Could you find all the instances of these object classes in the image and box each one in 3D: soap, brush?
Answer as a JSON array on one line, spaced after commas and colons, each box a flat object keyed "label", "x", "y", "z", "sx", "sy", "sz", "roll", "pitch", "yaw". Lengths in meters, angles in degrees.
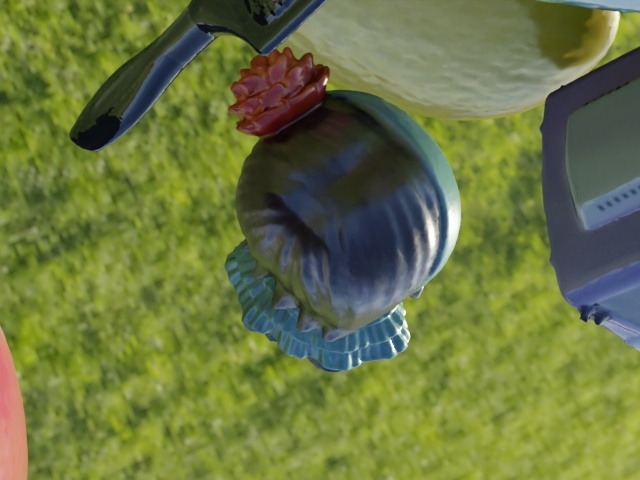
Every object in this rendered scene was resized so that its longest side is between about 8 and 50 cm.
[{"label": "soap", "x": 0.031, "y": -0.228, "z": 1.297, "sx": 0.427, "sy": 0.115, "sz": 0.306, "roll": 28, "pitch": 145, "yaw": -20}, {"label": "brush", "x": -0.035, "y": -0.086, "z": 0.582, "sx": 0.016, "sy": 0.063, "sz": 0.193, "roll": 5, "pitch": 145, "yaw": -42}]

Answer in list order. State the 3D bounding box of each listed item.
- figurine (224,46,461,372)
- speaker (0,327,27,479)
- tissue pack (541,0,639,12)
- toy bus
[{"label": "figurine", "x": 0.000, "y": 0.000, "z": 0.905, "sx": 0.110, "sy": 0.138, "sz": 0.245, "roll": -55, "pitch": 172, "yaw": -23}, {"label": "speaker", "x": -0.273, "y": 0.102, "z": 0.687, "sx": 0.294, "sy": 0.294, "sz": 0.294, "roll": -20, "pitch": 149, "yaw": -13}, {"label": "tissue pack", "x": 0.185, "y": -0.286, "z": 0.953, "sx": 0.228, "sy": 0.311, "sz": 0.128, "roll": 5, "pitch": 160, "yaw": -18}, {"label": "toy bus", "x": 0.371, "y": -0.069, "z": 1.197, "sx": 0.249, "sy": 0.209, "sz": 0.440, "roll": 22, "pitch": 145, "yaw": -37}]
